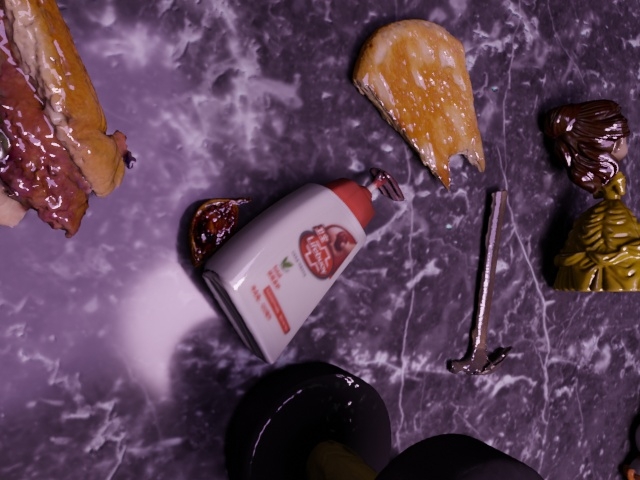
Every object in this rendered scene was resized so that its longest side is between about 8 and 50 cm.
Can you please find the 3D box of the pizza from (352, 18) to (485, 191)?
[{"bbox_3d":[0.160,-0.192,0.712,0.181,0.034,0.262,-45,113,-19],"label":"pizza"}]

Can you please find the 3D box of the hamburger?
[{"bbox_3d":[-0.276,-0.167,0.397,0.156,0.245,0.282,-26,61,-21],"label":"hamburger"}]

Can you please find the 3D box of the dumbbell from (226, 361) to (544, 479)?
[{"bbox_3d":[0.051,0.261,0.515,0.204,0.323,0.203,-2,94,-30],"label":"dumbbell"}]

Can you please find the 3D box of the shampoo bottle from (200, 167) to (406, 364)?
[{"bbox_3d":[0.000,0.000,0.609,0.284,0.071,0.153,-42,129,-22],"label":"shampoo bottle"}]

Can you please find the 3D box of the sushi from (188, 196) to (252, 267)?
[{"bbox_3d":[-0.119,-0.015,0.559,0.050,0.047,0.099,33,76,-24],"label":"sushi"}]

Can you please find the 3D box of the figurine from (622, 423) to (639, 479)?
[{"bbox_3d":[0.679,0.445,1.008,0.144,0.143,0.271,-5,76,-29],"label":"figurine"}]

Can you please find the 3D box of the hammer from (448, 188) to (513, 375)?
[{"bbox_3d":[0.265,0.066,0.795,0.125,0.027,0.296,5,90,-29],"label":"hammer"}]

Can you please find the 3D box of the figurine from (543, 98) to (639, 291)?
[{"bbox_3d":[0.466,-0.076,0.829,0.187,0.168,0.314,9,78,-72],"label":"figurine"}]
